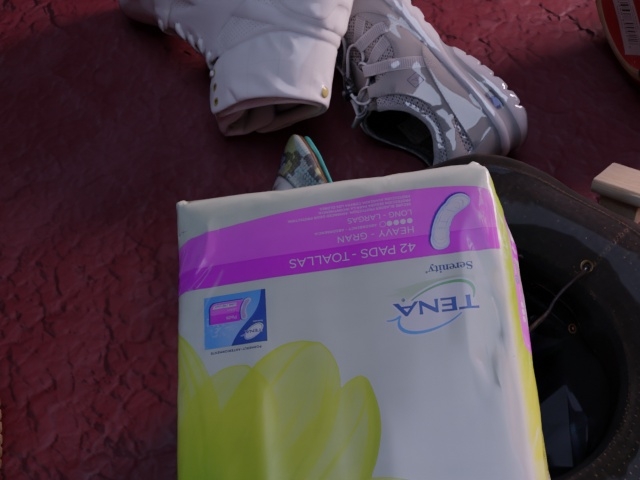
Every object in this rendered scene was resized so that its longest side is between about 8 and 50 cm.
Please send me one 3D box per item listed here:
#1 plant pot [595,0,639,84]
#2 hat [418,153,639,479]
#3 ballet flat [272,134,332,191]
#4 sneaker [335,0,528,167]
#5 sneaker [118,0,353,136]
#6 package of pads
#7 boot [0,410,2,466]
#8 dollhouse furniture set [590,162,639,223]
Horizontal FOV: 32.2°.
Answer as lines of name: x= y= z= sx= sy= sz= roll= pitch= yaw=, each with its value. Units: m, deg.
plant pot: x=0.362 y=-0.236 z=1.028 sx=0.174 sy=0.191 sz=0.191 roll=-21 pitch=57 yaw=-5
hat: x=0.128 y=0.107 z=0.831 sx=0.331 sy=0.134 sz=0.331 roll=-2 pitch=65 yaw=5
ballet flat: x=0.000 y=0.000 z=0.960 sx=0.079 sy=0.077 sz=0.221 roll=-26 pitch=62 yaw=-10
sneaker: x=0.059 y=-0.157 z=1.042 sx=0.115 sy=0.105 sz=0.281 roll=-40 pitch=60 yaw=-16
sneaker: x=-0.104 y=-0.187 z=1.069 sx=0.292 sy=0.108 sz=0.169 roll=7 pitch=85 yaw=39
package of pads: x=0.027 y=0.103 z=0.718 sx=0.229 sy=0.101 sz=0.296 roll=-7 pitch=64 yaw=8
boot: x=-0.360 y=0.199 z=0.830 sx=0.207 sy=0.090 sz=0.248 roll=3 pitch=59 yaw=3
dollhouse furniture set: x=0.456 y=-0.100 z=0.904 sx=0.355 sy=0.174 sz=0.303 roll=21 pitch=36 yaw=30
